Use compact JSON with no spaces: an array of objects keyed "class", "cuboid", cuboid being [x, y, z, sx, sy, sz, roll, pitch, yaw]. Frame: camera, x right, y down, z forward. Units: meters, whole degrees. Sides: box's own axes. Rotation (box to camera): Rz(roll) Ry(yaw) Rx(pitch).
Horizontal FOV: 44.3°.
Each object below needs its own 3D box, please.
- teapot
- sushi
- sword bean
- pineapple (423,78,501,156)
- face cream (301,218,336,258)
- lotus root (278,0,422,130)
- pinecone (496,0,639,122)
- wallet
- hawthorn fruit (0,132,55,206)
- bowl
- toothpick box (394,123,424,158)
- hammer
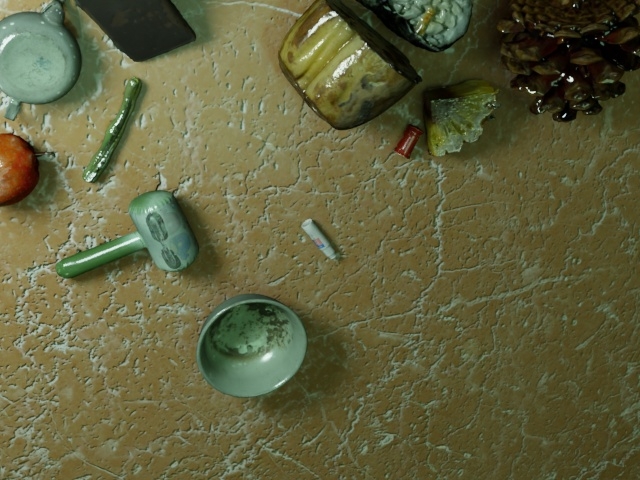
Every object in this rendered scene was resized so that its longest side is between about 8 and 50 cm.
[{"class":"teapot","cuboid":[-0.609,-0.388,1.673,0.193,0.129,0.294,23,106,-23]},{"class":"sushi","cuboid":[0.196,-0.586,1.804,0.350,0.171,0.211,38,95,-26]},{"class":"sword bean","cuboid":[-0.477,-0.254,1.816,0.043,0.038,0.269,15,108,-48]},{"class":"pineapple","cuboid":[0.340,-0.319,1.989,0.186,0.114,0.236,37,101,-26]},{"class":"face cream","cuboid":[0.000,0.000,2.062,0.034,0.034,0.130,-39,118,1]},{"class":"lotus root","cuboid":[0.046,-0.393,1.781,0.250,0.316,0.316,-43,117,12]},{"class":"pinecone","cuboid":[0.613,-0.450,1.899,0.385,0.384,0.384,-6,113,-14]},{"class":"wallet","cuboid":[-0.394,-0.486,1.638,0.165,0.042,0.309,-19,155,10]},{"class":"hawthorn fruit","cuboid":[-0.681,-0.162,1.730,0.194,0.157,0.156,-23,116,-13]},{"class":"bowl","cuboid":[-0.190,0.251,2.047,0.290,0.146,0.289,-7,114,-15]},{"class":"toothpick box","cuboid":[0.228,-0.255,2.017,0.047,0.047,0.083,24,102,-24]},{"class":"hammer","cuboid":[-0.476,0.015,1.894,0.336,0.119,0.206,-21,116,0]}]
